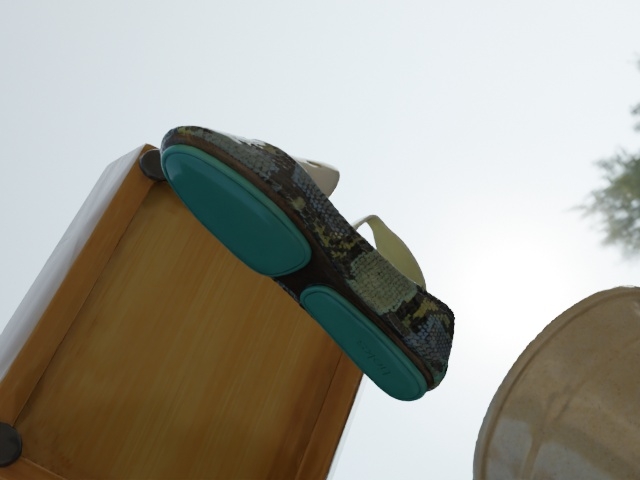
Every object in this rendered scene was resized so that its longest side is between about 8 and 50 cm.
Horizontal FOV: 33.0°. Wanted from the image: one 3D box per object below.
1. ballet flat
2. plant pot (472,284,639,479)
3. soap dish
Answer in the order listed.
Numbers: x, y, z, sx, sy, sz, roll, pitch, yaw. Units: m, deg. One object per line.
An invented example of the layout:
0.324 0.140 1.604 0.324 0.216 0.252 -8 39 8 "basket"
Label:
0.000 0.000 0.533 0.188 0.070 0.070 48 -137 -23 "ballet flat"
0.393 0.265 1.202 0.334 0.334 0.305 -1 -155 -38 "plant pot"
-0.085 0.091 0.664 0.229 0.118 0.291 28 -128 -6 "soap dish"
